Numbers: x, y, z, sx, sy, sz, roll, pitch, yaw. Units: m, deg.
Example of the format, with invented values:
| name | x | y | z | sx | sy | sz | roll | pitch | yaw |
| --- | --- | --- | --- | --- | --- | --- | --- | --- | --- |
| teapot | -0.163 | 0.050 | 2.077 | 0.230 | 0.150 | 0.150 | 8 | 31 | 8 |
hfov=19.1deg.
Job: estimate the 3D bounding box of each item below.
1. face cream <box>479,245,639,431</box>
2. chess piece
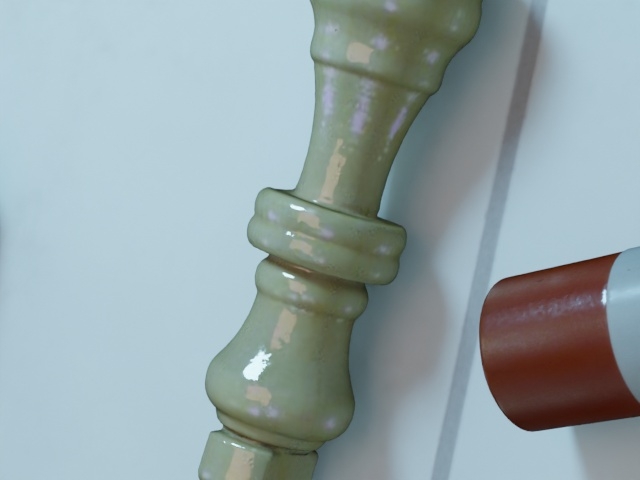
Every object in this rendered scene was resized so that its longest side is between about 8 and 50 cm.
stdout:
| name | x | y | z | sx | sy | sz | roll | pitch | yaw |
| --- | --- | --- | --- | --- | --- | --- | --- | --- | --- |
| face cream | 0.202 | 0.046 | 1.057 | 0.214 | 0.096 | 0.096 | -14 | 75 | 34 |
| chess piece | 0.000 | 0.000 | 1.207 | 0.117 | 0.117 | 0.397 | 20 | 96 | 37 |
